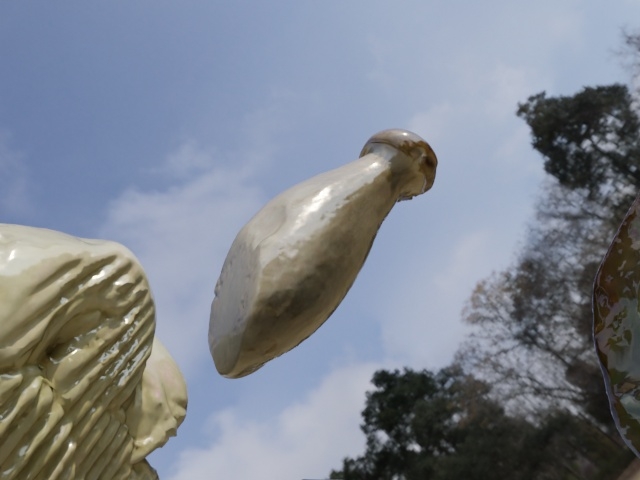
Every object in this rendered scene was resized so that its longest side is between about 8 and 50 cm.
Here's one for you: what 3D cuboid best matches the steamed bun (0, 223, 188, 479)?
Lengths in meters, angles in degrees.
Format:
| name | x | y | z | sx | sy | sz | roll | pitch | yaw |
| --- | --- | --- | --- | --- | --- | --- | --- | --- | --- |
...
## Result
| name | x | y | z | sx | sy | sz | roll | pitch | yaw |
| --- | --- | --- | --- | --- | --- | --- | --- | --- | --- |
| steamed bun | -0.286 | 0.162 | 0.570 | 0.339 | 0.247 | 0.352 | -66 | -33 | -34 |

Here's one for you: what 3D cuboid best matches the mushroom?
| name | x | y | z | sx | sy | sz | roll | pitch | yaw |
| --- | --- | --- | --- | --- | --- | --- | --- | --- | --- |
| mushroom | 0.000 | 0.000 | 0.700 | 0.350 | 0.128 | 0.128 | -44 | -27 | -30 |

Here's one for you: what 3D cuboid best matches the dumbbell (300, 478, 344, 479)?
| name | x | y | z | sx | sy | sz | roll | pitch | yaw |
| --- | --- | --- | --- | --- | --- | --- | --- | --- | --- |
| dumbbell | 0.026 | 0.500 | 0.957 | 0.156 | 0.316 | 0.144 | 12 | -66 | -24 |

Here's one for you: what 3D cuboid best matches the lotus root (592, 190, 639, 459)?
| name | x | y | z | sx | sy | sz | roll | pitch | yaw |
| --- | --- | --- | --- | --- | --- | --- | --- | --- | --- |
| lotus root | 0.385 | 0.025 | 0.490 | 0.111 | 0.375 | 0.390 | 14 | -41 | -37 |
